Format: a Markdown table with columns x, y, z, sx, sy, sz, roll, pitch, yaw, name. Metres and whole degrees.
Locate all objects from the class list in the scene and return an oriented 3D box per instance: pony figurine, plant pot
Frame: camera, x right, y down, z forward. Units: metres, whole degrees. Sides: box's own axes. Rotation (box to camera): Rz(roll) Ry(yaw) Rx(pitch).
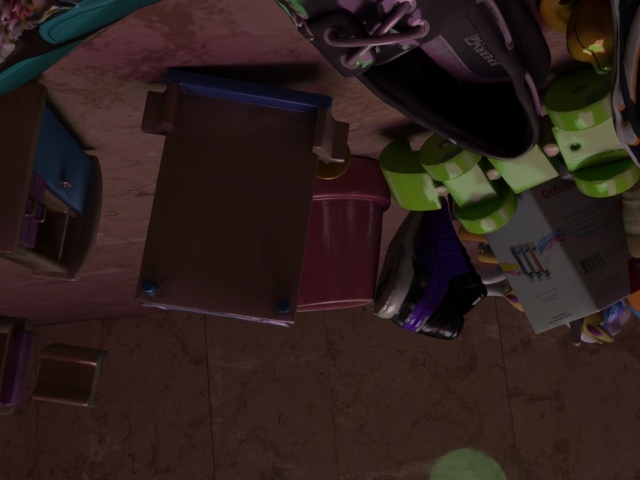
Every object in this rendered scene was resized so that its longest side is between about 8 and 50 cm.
| x | y | z | sx | sy | sz | roll | pitch | yaw | name |
| --- | --- | --- | --- | --- | --- | --- | --- | --- | --- |
| 0.418 | 0.057 | 1.179 | 0.351 | 0.303 | 0.363 | -26 | -150 | -35 | pony figurine |
| 0.000 | 0.000 | 0.877 | 0.201 | 0.180 | 0.201 | -5 | 170 | -1 | plant pot |

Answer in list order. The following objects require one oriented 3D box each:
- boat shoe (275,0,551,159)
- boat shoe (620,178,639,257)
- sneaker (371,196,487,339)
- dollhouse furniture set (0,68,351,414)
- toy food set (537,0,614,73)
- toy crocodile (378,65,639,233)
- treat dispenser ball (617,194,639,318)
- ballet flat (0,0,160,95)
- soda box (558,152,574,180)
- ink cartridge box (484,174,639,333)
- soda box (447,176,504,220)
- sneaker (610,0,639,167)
| x | y | z | sx | sy | sz | roll | pitch | yaw | name |
| --- | --- | --- | --- | --- | --- | --- | --- | --- | --- |
| 0.074 | -0.127 | 0.417 | 0.112 | 0.096 | 0.335 | -12 | 168 | 35 | boat shoe |
| 0.518 | -0.043 | 0.716 | 0.341 | 0.110 | 0.121 | -6 | -175 | 23 | boat shoe |
| 0.172 | 0.041 | 0.948 | 0.146 | 0.293 | 0.102 | 27 | 128 | -1 | sneaker |
| -0.136 | 0.019 | 0.592 | 0.303 | 0.286 | 0.198 | 7 | 170 | -4 | dollhouse furniture set |
| 0.265 | -0.151 | 0.456 | 0.217 | 0.071 | 0.128 | -4 | 170 | -9 | toy food set |
| 0.215 | -0.099 | 0.663 | 0.340 | 0.105 | 0.115 | -18 | 130 | 33 | toy crocodile |
| 0.551 | 0.007 | 0.903 | 0.288 | 0.288 | 0.288 | -5 | 170 | -1 | treat dispenser ball |
| -0.133 | -0.132 | 0.321 | 0.241 | 0.077 | 0.091 | -11 | -159 | 33 | ballet flat |
| 0.372 | -0.118 | 0.754 | 0.063 | 0.058 | 0.183 | 4 | 166 | -44 | soda box |
| 0.326 | 0.011 | 0.869 | 0.128 | 0.176 | 0.127 | -19 | 167 | -25 | ink cartridge box |
| 0.205 | -0.080 | 0.860 | 0.071 | 0.067 | 0.210 | -7 | 170 | 10 | soda box |
| 0.247 | -0.085 | 0.390 | 0.126 | 0.127 | 0.321 | -26 | 144 | 24 | sneaker |
